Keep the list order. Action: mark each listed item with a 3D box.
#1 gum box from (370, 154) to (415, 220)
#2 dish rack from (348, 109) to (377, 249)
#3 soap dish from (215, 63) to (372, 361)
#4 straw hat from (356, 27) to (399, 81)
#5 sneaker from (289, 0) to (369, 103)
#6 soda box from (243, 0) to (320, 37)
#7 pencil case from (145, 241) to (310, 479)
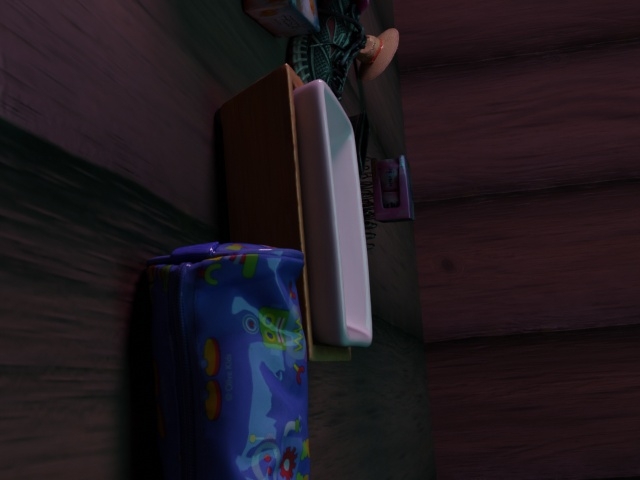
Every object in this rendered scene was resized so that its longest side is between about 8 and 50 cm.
[{"bbox_3d":[0.129,-0.088,1.626,0.188,0.062,0.107,1,85,-82],"label":"gum box"},{"bbox_3d":[0.062,-0.068,1.614,0.208,0.074,0.272,-76,158,-60],"label":"dish rack"},{"bbox_3d":[-0.023,-0.014,0.987,0.229,0.118,0.291,31,53,-77],"label":"soap dish"},{"bbox_3d":[0.108,-0.433,2.085,0.061,0.144,0.145,27,45,-27],"label":"straw hat"},{"bbox_3d":[0.016,-0.284,1.380,0.121,0.112,0.299,67,21,-58],"label":"sneaker"},{"bbox_3d":[-0.048,-0.305,1.170,0.183,0.062,0.058,-15,99,-80],"label":"soda box"},{"bbox_3d":[-0.065,0.149,0.664,0.133,0.119,0.306,30,54,-67],"label":"pencil case"}]
